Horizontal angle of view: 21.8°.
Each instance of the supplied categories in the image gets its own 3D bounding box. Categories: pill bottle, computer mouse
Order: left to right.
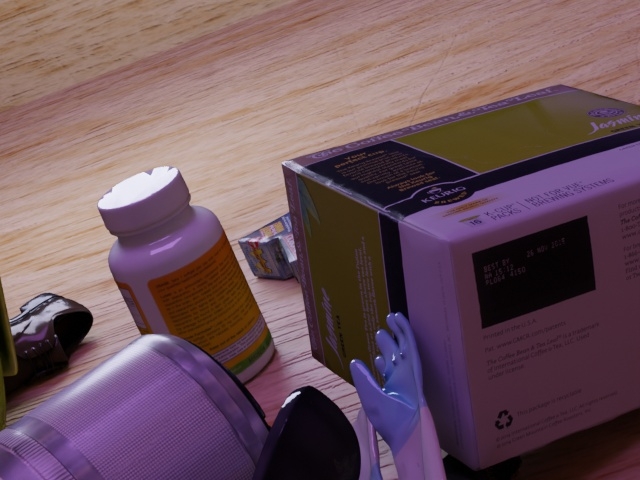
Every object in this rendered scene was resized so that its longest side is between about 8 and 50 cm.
[{"bbox_3d":[-0.158,0.046,1.888,0.136,0.245,0.136,-20,21,8],"label":"pill bottle"},{"bbox_3d":[-0.010,0.218,1.361,0.072,0.272,0.188,21,56,10],"label":"computer mouse"}]

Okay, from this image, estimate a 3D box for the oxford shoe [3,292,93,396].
[{"bbox_3d":[-0.376,0.144,2.113,0.096,0.082,0.227,10,42,36],"label":"oxford shoe"}]

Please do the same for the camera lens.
[{"bbox_3d":[-0.183,0.232,1.504,0.274,0.219,0.219,-35,24,-27],"label":"camera lens"}]

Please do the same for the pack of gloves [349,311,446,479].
[{"bbox_3d":[0.041,0.185,1.385,0.046,0.195,0.232,8,38,-14],"label":"pack of gloves"}]

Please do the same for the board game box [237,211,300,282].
[{"bbox_3d":[0.000,0.000,2.096,0.194,0.060,0.194,-25,21,-1],"label":"board game box"}]

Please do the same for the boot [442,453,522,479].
[{"bbox_3d":[0.152,0.209,1.429,0.137,0.077,0.198,-32,23,-35],"label":"boot"}]

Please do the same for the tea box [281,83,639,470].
[{"bbox_3d":[0.187,0.015,1.543,0.329,0.220,0.323,-17,22,-21],"label":"tea box"}]

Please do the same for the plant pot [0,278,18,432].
[{"bbox_3d":[-0.480,0.126,1.946,0.227,0.228,0.207,0,36,6],"label":"plant pot"}]
